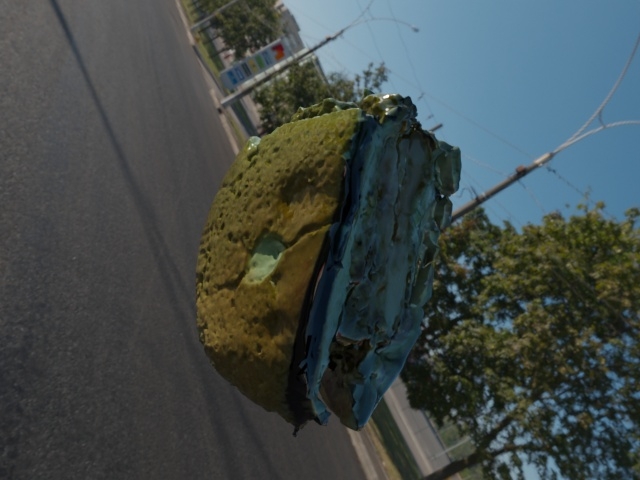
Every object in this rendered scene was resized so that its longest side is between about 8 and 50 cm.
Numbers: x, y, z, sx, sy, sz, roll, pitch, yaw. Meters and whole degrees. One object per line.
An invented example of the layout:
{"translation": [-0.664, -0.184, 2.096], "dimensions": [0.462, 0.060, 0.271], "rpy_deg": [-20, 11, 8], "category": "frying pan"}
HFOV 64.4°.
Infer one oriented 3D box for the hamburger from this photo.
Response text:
{"translation": [0.000, 0.000, 0.438], "dimensions": [0.192, 0.288, 0.167], "rpy_deg": [8, -14, 47], "category": "hamburger"}
